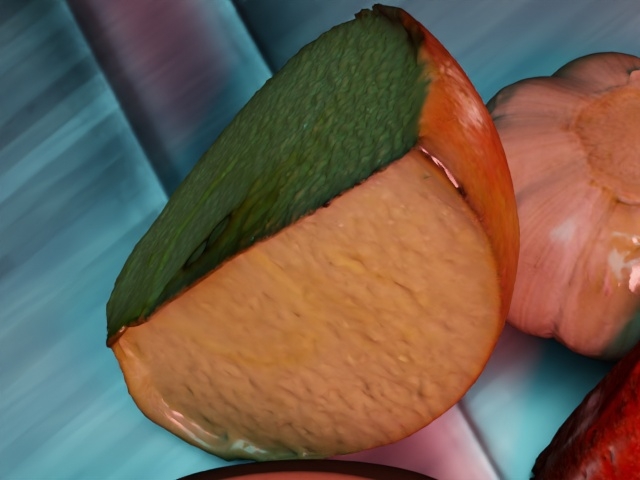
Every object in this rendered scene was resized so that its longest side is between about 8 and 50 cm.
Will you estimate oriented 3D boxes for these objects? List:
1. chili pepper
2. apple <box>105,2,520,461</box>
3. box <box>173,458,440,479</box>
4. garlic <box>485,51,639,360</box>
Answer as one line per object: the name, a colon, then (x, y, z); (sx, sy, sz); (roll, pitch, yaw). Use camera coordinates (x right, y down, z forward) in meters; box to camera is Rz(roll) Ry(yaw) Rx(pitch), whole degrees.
chili pepper: (0.221, 0.121, 0.817); (0.136, 0.253, 0.144); (-26, 65, -24)
apple: (0.000, 0.000, 0.847); (0.179, 0.346, 0.254); (-15, 77, -43)
box: (-0.005, 0.254, 0.803); (0.301, 0.216, 0.301); (0, 74, 1)
garlic: (0.188, -0.018, 0.904); (0.227, 0.152, 0.228); (-2, 47, 2)
